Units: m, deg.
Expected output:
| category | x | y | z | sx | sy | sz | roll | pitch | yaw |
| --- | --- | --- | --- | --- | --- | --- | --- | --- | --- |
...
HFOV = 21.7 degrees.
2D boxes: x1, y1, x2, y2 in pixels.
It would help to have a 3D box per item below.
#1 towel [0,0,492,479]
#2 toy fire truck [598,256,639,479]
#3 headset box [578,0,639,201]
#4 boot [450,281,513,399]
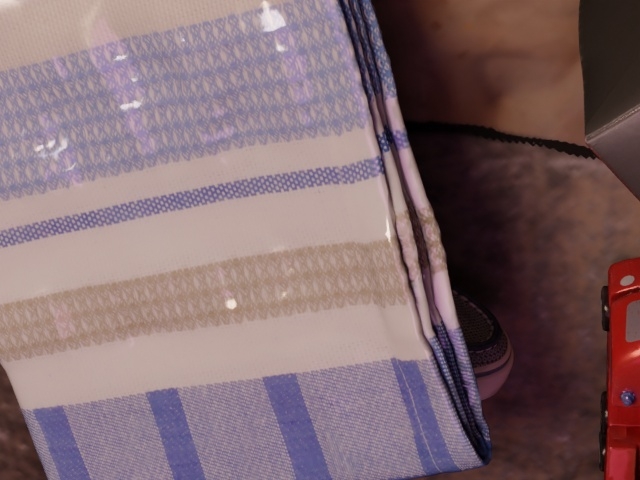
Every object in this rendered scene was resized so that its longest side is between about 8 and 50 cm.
| category | x | y | z | sx | sy | sz | roll | pitch | yaw |
| --- | --- | --- | --- | --- | --- | --- | --- | --- | --- |
| towel | -0.062 | -0.022 | 0.643 | 0.209 | 0.034 | 0.285 | -11 | 108 | 23 |
| toy fire truck | 0.144 | 0.119 | 0.716 | 0.047 | 0.135 | 0.192 | 0 | 127 | 8 |
| headset box | 0.246 | -0.044 | 0.594 | 0.218 | 0.110 | 0.293 | -32 | 117 | 28 |
| boot | 0.000 | 0.000 | 0.686 | 0.190 | 0.069 | 0.086 | 19 | 123 | -3 |
